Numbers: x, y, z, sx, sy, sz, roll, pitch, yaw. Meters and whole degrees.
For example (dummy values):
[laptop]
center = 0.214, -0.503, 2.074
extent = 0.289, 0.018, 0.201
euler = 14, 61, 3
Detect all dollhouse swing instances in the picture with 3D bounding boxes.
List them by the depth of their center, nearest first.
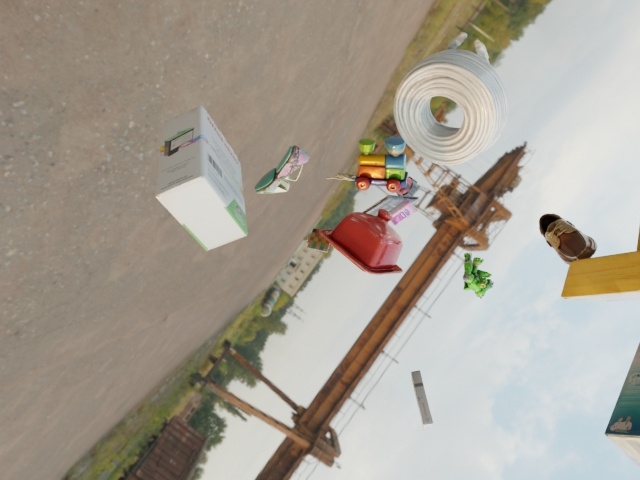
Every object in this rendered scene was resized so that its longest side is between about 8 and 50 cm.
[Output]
[dollhouse swing]
center = 0.988, 0.033, 1.377
extent = 0.315, 0.347, 0.305
euler = -19, -111, 54

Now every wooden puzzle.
[wooden puzzle]
center = 0.000, 0.000, 0.982
extent = 0.006, 0.083, 0.049
euler = 59, 46, -69

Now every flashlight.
[flashlight]
center = 0.303, -0.287, 1.878
extent = 0.103, 0.304, 0.103
euler = -31, -134, 43

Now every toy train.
[toy train]
center = 0.127, -0.229, 1.218
extent = 0.105, 0.248, 0.143
euler = -64, 155, -48

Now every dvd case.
[dvd case]
center = 0.307, -0.150, 1.838
extent = 0.221, 0.018, 0.164
euler = -1, 156, -43

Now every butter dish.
[butter dish]
center = 0.108, -0.011, 0.877
extent = 0.160, 0.160, 0.118
euler = 2, 123, -55

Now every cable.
[cable]
center = 0.294, -0.296, 0.967
extent = 0.089, 0.257, 0.257
euler = -45, -167, -35

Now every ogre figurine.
[ogre figurine]
center = 0.636, 0.154, 1.719
extent = 0.097, 0.197, 0.118
euler = 4, -129, 35

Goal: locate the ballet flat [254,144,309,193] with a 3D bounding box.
[ballet flat]
center = -0.109, -0.189, 1.226
extent = 0.221, 0.079, 0.077
euler = -38, -147, 41

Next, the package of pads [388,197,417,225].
[package of pads]
center = 0.247, -0.087, 1.285
extent = 0.083, 0.050, 0.032
euler = -36, -145, 14

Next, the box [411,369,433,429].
[box]
center = 0.378, 0.597, 1.574
extent = 0.145, 0.038, 0.186
euler = 68, 10, -57

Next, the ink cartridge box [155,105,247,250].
[ink cartridge box]
center = -0.277, -0.151, 1.002
extent = 0.117, 0.201, 0.278
euler = -21, -131, 7

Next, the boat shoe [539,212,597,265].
[boat shoe]
center = 0.853, -0.011, 1.491
extent = 0.123, 0.116, 0.324
euler = -53, -176, 19

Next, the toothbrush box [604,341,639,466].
[toothbrush box]
center = 0.844, 0.410, 0.993
extent = 0.295, 0.216, 0.126
euler = -45, 177, -27
